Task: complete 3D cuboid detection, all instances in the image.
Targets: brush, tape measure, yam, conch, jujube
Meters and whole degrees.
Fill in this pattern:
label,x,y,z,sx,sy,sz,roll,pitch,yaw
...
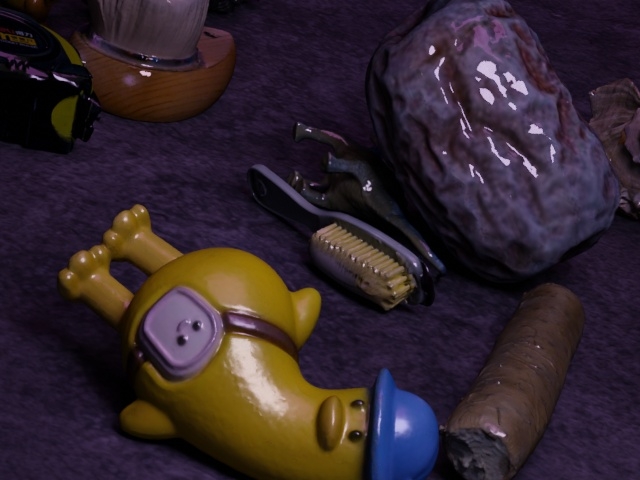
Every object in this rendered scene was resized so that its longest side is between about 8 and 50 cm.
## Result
label,x,y,z,sx,sy,sz,roll,pitch,yaw
brush,0.000,0.000,1.927,0.060,0.068,0.297,-27,39,-28
tape measure,-0.345,-0.177,2.037,0.199,0.112,0.186,10,30,-27
yam,0.183,0.127,1.712,0.083,0.083,0.371,20,22,12
conch,0.399,-0.109,2.302,0.163,0.178,0.245,-21,-15,12
jujube,0.177,-0.105,1.987,0.317,0.226,0.226,57,28,-2
brush,-0.181,-0.250,2.240,0.174,0.166,0.267,27,23,25

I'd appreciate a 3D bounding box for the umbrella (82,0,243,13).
label,x,y,z,sx,sy,sz,roll,pitch,yaw
umbrella,-0.173,-0.354,2.542,0.337,0.128,0.154,-3,27,-44

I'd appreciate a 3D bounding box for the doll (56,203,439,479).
label,x,y,z,sx,sy,sz,roll,pitch,yaw
doll,-0.060,0.114,1.543,0.363,0.145,0.199,37,69,24

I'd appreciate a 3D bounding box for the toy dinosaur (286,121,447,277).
label,x,y,z,sx,sy,sz,roll,pitch,yaw
toy dinosaur,0.044,-0.064,2.068,0.147,0.076,0.363,13,20,-16

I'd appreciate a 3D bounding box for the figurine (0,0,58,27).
label,x,y,z,sx,sy,sz,roll,pitch,yaw
figurine,-0.349,-0.360,2.360,0.121,0.176,0.122,33,45,31
